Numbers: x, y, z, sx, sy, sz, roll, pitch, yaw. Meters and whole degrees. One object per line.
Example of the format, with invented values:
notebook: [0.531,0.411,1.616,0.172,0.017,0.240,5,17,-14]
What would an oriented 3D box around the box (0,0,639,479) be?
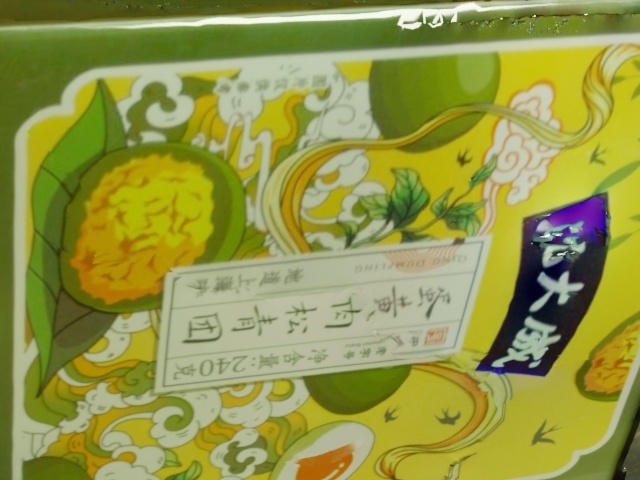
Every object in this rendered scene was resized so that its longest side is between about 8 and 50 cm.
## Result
box: [0.000,0.000,0.896,0.420,0.138,0.373,-5,130,-18]
